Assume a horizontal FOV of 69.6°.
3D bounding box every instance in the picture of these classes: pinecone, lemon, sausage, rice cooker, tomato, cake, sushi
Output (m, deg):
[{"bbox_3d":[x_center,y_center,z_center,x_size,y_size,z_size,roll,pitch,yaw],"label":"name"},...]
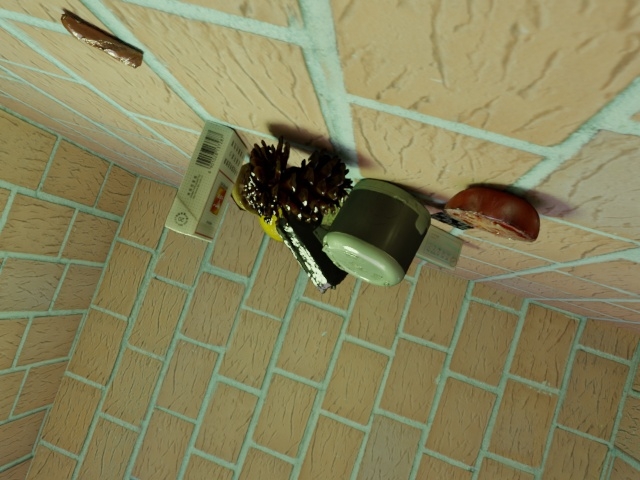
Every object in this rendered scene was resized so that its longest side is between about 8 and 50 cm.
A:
[{"bbox_3d":[-0.056,-0.157,1.211,0.293,0.246,0.246,-1,178,-7],"label":"pinecone"},{"bbox_3d":[-0.158,-0.118,1.981,0.253,0.228,0.228,53,172,-5],"label":"lemon"},{"bbox_3d":[-0.431,-0.393,0.910,0.158,0.042,0.036,24,-149,-35],"label":"sausage"},{"bbox_3d":[0.172,-0.027,1.402,0.289,0.276,0.288,26,161,9],"label":"rice cooker"},{"bbox_3d":[0.412,-0.069,1.100,0.225,0.084,0.225,19,179,0],"label":"tomato"},{"bbox_3d":[-0.201,-0.171,1.577,0.185,0.207,0.178,25,-174,-28],"label":"cake"},{"bbox_3d":[0.417,-0.074,1.374,0.139,0.031,0.201,20,172,-11],"label":"sushi"}]

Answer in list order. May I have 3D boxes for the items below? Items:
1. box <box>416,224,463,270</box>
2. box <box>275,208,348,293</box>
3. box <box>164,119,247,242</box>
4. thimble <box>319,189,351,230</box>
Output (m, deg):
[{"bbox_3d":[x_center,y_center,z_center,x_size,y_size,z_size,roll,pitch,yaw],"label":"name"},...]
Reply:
[{"bbox_3d":[0.438,0.021,1.807,0.270,0.134,0.079,21,175,-31],"label":"box"},{"bbox_3d":[0.000,0.000,1.822,0.350,0.091,0.359,56,-150,-6],"label":"box"},{"bbox_3d":[-0.337,-0.167,1.396,0.095,0.330,0.210,19,176,5],"label":"box"},{"bbox_3d":[0.144,-0.077,1.723,0.271,0.149,0.271,19,176,1],"label":"thimble"}]
